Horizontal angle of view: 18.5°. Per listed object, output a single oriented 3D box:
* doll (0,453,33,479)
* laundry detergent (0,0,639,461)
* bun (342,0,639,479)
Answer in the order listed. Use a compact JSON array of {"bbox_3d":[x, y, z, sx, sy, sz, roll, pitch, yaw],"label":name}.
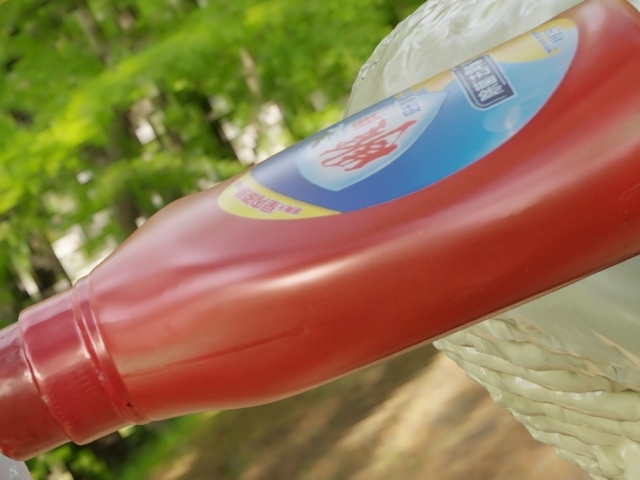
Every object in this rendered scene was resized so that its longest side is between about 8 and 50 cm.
[{"bbox_3d":[-0.193,0.114,0.969,0.081,0.207,0.129,19,55,35],"label":"doll"},{"bbox_3d":[0.000,0.000,0.430,0.165,0.049,0.097,-23,17,3],"label":"laundry detergent"},{"bbox_3d":[0.191,0.008,0.696,0.211,0.360,0.360,-57,13,-10],"label":"bun"}]
